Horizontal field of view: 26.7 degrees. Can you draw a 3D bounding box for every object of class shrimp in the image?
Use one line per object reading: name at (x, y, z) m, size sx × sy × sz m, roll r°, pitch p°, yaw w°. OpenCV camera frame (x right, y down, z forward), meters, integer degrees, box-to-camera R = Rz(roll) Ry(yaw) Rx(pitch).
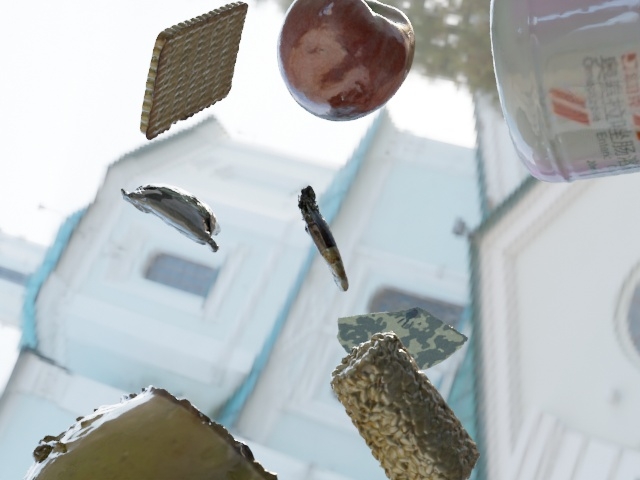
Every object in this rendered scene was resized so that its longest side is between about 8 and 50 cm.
shrimp at (0.000, 0.000, 1.933) m, size 0.091 × 0.034 × 0.161 m, roll 175°, pitch 73°, yaw -82°

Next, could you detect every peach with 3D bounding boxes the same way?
peach at (0.020, -0.201, 1.470) m, size 0.152 × 0.152 × 0.152 m, roll -39°, pitch -43°, yaw -49°

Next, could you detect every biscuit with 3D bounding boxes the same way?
biscuit at (0.079, 0.167, 1.261) m, size 0.168 × 0.070 × 0.082 m, roll 58°, pitch -136°, yaw -11°
biscuit at (-0.194, -0.264, 2.049) m, size 0.254 × 0.029 × 0.172 m, roll -39°, pitch -31°, yaw -56°

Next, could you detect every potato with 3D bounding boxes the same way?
potato at (-0.172, 0.375, 1.291) m, size 0.319 × 0.385 × 0.442 m, roll -40°, pitch -46°, yaw -25°

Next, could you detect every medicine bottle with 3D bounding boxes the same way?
medicine bottle at (0.344, -0.193, 1.368) m, size 0.241 × 0.302 × 0.241 m, roll -8°, pitch -90°, yaw -70°

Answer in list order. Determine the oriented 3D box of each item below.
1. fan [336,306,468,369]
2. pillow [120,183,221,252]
fan at (0.119, 0.153, 2.067) m, size 0.240 × 0.009 × 0.131 m, roll 11°, pitch -63°, yaw -29°
pillow at (-0.220, -0.051, 2.079) m, size 0.059 × 0.169 × 0.255 m, roll -62°, pitch 5°, yaw 2°
